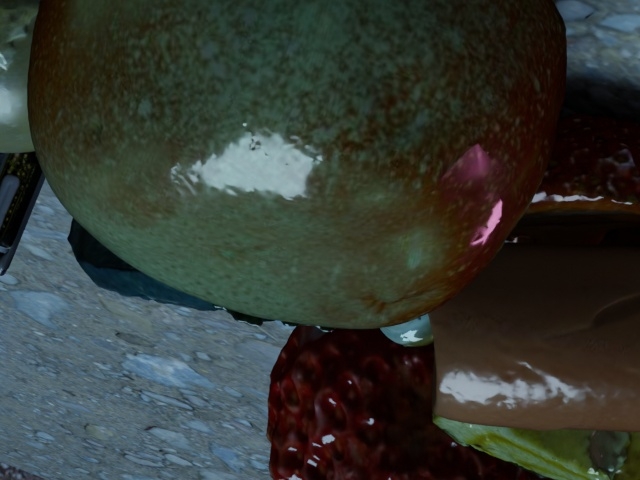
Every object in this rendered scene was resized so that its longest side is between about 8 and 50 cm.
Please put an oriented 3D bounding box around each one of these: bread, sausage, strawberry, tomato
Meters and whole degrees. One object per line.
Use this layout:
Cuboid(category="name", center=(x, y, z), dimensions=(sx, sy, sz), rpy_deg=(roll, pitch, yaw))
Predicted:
Cuboid(category="bread", center=(0.191, 0.118, 1.294), dimensions=(0.257, 0.124, 0.186), rpy_deg=(15, 170, 41))
Cuboid(category="sausage", center=(0.217, 0.063, 1.125), dimensions=(0.304, 0.121, 0.121), rpy_deg=(2, 159, 3))
Cuboid(category="strawberry", center=(0.170, -0.040, 1.142), dimensions=(0.140, 0.085, 0.192), rpy_deg=(18, 159, -38))
Cuboid(category="tomato", center=(-0.011, -0.082, 0.987), dimensions=(0.304, 0.239, 0.303), rpy_deg=(14, 160, 5))
Cuboid(category="strawberry", center=(0.085, 0.196, 1.563), dimensions=(0.292, 0.309, 0.292), rpy_deg=(14, 163, 4))

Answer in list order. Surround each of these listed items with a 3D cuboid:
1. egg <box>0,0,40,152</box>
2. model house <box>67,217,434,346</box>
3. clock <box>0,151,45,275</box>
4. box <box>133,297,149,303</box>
Cuboid(category="egg", center=(-0.215, -0.140, 1.136), dimensions=(0.201, 0.164, 0.164), rpy_deg=(31, 166, 23))
Cuboid(category="model house", center=(0.000, 0.000, 1.317), dimensions=(0.253, 0.184, 0.291), rpy_deg=(0, 158, 36))
Cuboid(category="clock", center=(-0.317, -0.097, 1.335), dimensions=(0.253, 0.186, 0.083), rpy_deg=(20, 166, 0))
Cuboid(category="box", center=(-0.190, 0.024, 1.768), dimensions=(0.051, 0.036, 0.117), rpy_deg=(19, 162, 2))
